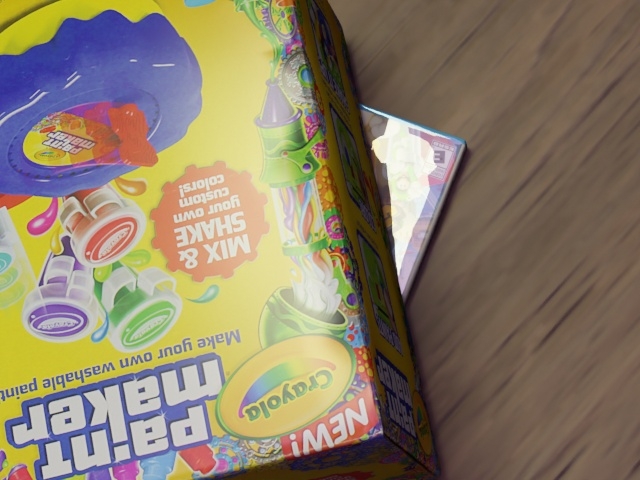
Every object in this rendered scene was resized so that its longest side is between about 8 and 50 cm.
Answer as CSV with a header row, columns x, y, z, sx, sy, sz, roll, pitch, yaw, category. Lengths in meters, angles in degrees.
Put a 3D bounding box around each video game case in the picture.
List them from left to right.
x,y,z,sx,sy,sz,roll,pitch,yaw,category
0.000,0.000,1.029,0.119,0.015,0.166,20,80,12,video game case

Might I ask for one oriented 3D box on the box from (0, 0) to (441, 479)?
x,y,z,sx,sy,sz,roll,pitch,yaw,category
-0.115,0.016,0.946,0.290,0.177,0.279,-15,73,8,box
